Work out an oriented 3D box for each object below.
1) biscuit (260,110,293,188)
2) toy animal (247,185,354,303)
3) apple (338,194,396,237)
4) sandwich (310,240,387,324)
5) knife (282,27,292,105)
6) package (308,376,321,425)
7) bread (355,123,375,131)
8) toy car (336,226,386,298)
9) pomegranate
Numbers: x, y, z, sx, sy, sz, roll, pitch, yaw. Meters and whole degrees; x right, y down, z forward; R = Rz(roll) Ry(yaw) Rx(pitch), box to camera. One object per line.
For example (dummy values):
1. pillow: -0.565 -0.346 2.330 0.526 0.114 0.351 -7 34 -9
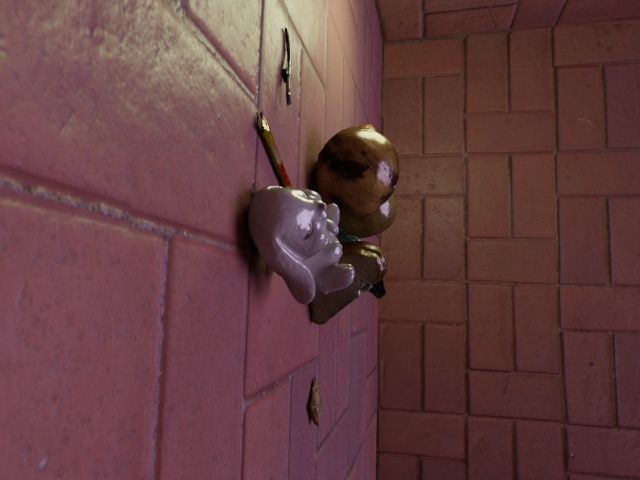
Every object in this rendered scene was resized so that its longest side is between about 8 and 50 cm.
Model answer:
1. biscuit: -0.105 -0.192 1.105 0.291 0.026 0.048 70 4 -56
2. toy animal: -0.058 -0.008 0.983 0.265 0.206 0.271 45 31 -60
3. apple: 0.168 -0.139 1.780 0.233 0.257 0.256 66 22 -21
4. sandwich: 0.081 0.138 1.411 0.099 0.255 0.288 -57 148 -63
5. knife: -0.087 -0.451 1.181 0.045 0.021 0.221 41 46 -74
6. package: -0.015 0.532 1.480 0.120 0.031 0.107 -81 166 -52
7. bread: 0.222 -0.489 2.253 0.114 0.132 0.190 30 59 -73
8. toy car: 0.123 0.061 1.586 0.320 0.097 0.141 48 -16 38
9. pomegranate: 0.120 -0.228 1.506 0.322 0.323 0.321 0 90 -77
